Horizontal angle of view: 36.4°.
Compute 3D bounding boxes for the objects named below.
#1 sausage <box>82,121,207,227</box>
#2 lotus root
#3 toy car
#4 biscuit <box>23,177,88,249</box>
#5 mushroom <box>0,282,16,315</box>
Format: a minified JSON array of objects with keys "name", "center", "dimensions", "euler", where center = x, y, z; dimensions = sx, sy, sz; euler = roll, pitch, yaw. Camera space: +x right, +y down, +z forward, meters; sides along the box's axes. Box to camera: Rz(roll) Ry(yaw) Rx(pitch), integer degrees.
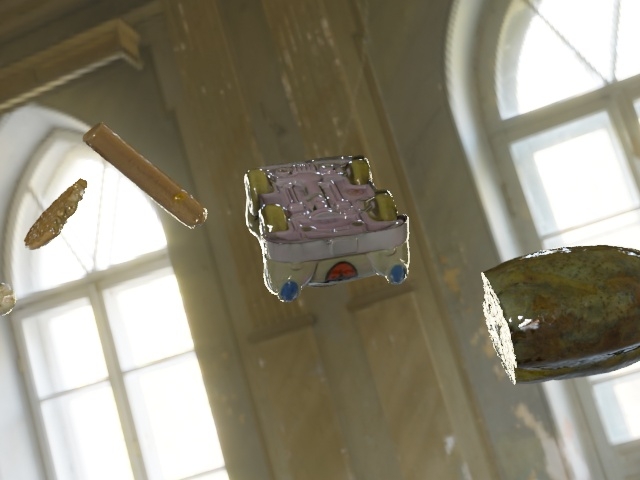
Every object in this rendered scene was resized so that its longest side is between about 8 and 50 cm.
[{"name":"sausage","center":[-0.356,-0.131,2.008],"dimensions":[0.066,0.301,0.066],"euler":[-39,23,20]},{"name":"lotus root","center":[0.476,0.122,1.758],"dimensions":[0.346,0.250,0.250],"euler":[-8,-10,1]},{"name":"toy car","center":[0.000,0.000,1.685],"dimensions":[0.242,0.226,0.336],"euler":[-8,29,-11]},{"name":"biscuit","center":[-0.569,-0.042,2.070],"dimensions":[0.144,0.033,0.224],"euler":[-34,23,22]},{"name":"mushroom","center":[-0.613,0.107,1.820],"dimensions":[0.083,0.067,0.083],"euler":[-2,17,1]}]
